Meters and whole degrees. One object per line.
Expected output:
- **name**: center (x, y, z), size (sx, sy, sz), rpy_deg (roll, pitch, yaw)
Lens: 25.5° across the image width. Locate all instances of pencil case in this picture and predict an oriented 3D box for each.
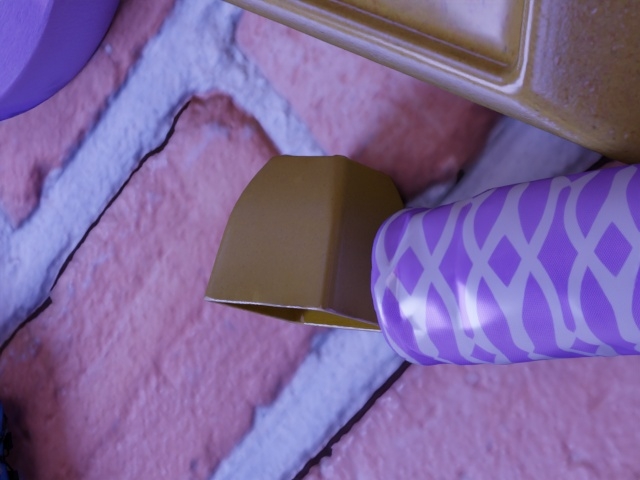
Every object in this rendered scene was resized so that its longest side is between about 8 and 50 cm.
- **pencil case**: center (0.122, 0.011, 0.634), size (0.206, 0.088, 0.086), rpy_deg (-6, 94, 36)

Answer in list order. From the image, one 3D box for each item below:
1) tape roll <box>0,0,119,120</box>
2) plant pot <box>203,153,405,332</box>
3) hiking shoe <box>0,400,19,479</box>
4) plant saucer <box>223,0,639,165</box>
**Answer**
- **tape roll**: center (-0.257, -0.199, 0.866), size (0.275, 0.090, 0.274), rpy_deg (4, 104, 18)
- **plant pot**: center (0.000, 0.000, 0.737), size (0.081, 0.081, 0.083), rpy_deg (2, 79, 38)
- **hiking shoe**: center (-0.244, 0.163, 0.900), size (0.304, 0.113, 0.132), rpy_deg (47, 118, 27)
- **plant saucer**: center (0.031, -0.213, 0.629), size (0.333, 0.081, 0.333), rpy_deg (27, 131, 35)
